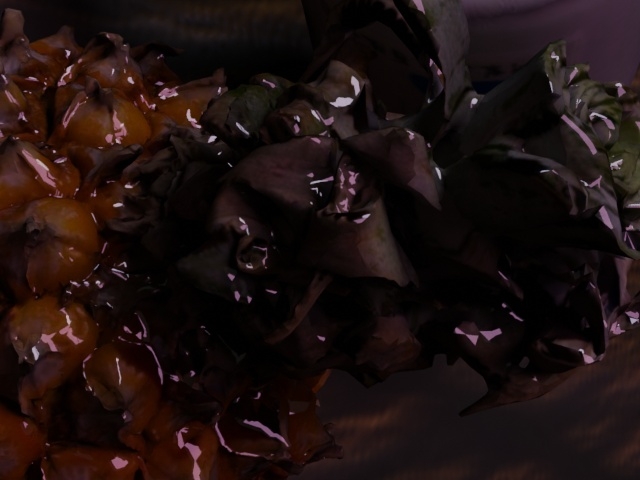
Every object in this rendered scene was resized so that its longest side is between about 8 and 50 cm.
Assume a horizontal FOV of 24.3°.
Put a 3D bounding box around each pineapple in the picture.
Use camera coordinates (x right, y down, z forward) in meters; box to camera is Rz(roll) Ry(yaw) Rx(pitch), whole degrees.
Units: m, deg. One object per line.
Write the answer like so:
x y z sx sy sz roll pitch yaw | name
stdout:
0.000 0.000 0.559 0.262 0.272 0.262 24 58 -44 | pineapple

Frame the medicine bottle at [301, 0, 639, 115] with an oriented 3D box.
0.075 -0.123 0.707 0.293 0.170 0.170 67 16 -74 | medicine bottle
